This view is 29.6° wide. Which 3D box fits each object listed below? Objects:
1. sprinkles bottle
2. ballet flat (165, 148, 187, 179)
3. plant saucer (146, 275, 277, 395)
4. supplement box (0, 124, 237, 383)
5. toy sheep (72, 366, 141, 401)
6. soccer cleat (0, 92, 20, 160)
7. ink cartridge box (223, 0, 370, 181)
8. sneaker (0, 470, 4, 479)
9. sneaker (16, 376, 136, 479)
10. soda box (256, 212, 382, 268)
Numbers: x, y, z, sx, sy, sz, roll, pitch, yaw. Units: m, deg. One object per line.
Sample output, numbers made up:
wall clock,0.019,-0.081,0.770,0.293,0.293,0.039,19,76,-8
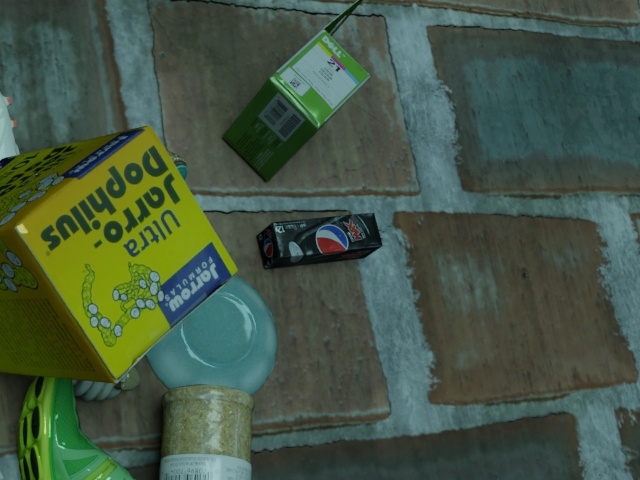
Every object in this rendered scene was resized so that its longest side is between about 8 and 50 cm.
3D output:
sprinkles bottle,-0.143,0.359,1.465,0.121,0.121,0.356,11,66,-23
ballet flat,-0.273,-0.067,1.614,0.206,0.073,0.067,-30,58,-35
plant saucer,-0.140,0.122,1.613,0.194,0.037,0.195,10,65,-23
supplement box,-0.299,0.019,1.360,0.194,0.356,0.195,-43,114,-33
toy sheep,-0.283,0.157,1.496,0.132,0.091,0.091,24,61,-27
soccer cleat,-0.426,-0.126,1.552,0.076,0.068,0.196,-14,80,-27
ink cartridge box,0.000,-0.226,1.730,0.097,0.189,0.255,45,57,-3
sneaker,-0.430,0.313,1.307,0.118,0.110,0.292,48,29,-19
sneaker,-0.282,0.291,1.441,0.123,0.109,0.296,-12,85,-32
soda box,0.000,0.000,1.717,0.168,0.060,0.053,-7,74,-29
